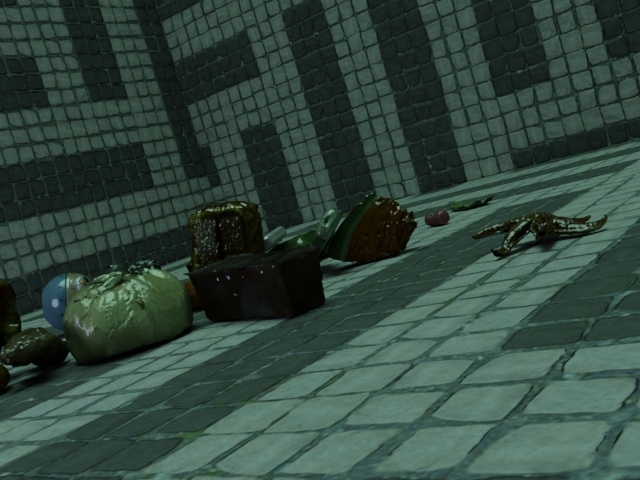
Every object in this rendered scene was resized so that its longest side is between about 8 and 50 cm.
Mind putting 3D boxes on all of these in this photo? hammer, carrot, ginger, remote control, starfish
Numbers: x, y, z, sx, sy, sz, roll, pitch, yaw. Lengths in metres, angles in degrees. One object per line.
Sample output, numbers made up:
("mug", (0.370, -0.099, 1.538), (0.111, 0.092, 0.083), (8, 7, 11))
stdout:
("hammer", (0.309, -0.059, 2.056), (0.043, 0.043, 0.083), (-18, 6, -23))
("carrot", (-0.315, 0.132, 1.816), (0.067, 0.067, 0.225), (-19, 4, -35))
("ginger", (-0.550, 0.213, 1.486), (0.122, 0.084, 0.290), (-28, -1, -14))
("remote control", (0.000, 0.001, 1.768), (0.090, 0.038, 0.309), (-62, 0, -17))
("ginger", (-0.063, 0.030, 2.050), (0.290, 0.089, 0.137), (-30, -13, -49))
("starfish", (0.373, -0.025, 1.312), (0.238, 0.057, 0.213), (-21, 14, -40))

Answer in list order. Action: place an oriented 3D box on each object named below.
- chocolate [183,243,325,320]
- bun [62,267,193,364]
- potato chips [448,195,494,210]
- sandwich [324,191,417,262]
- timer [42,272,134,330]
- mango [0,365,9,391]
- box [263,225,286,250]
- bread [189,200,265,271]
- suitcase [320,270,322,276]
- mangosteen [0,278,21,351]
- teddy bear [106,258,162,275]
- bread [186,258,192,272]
("chocolate", (-0.121, 0.085, 1.417), (0.112, 0.112, 0.321), (-22, 8, -37))
("bun", (-0.377, 0.132, 1.497), (0.259, 0.152, 0.259), (-19, 4, 1))
("potato chips", (0.434, -0.110, 2.315), (0.092, 0.028, 0.207), (-16, 6, -22))
("sandwich", (0.118, -0.008, 1.732), (0.185, 0.160, 0.109), (-57, -17, -2))
("timer", (-0.623, 0.149, 2.069), (0.255, 0.175, 0.175), (-20, 4, 8))
("mango", (-0.607, 0.252, 1.405), (0.080, 0.060, 0.114), (-13, -3, -21))
("box", (-0.212, 0.060, 1.960), (0.285, 0.044, 0.142), (-35, 4, 18))
("bread", (-0.222, 0.018, 1.828), (0.181, 0.222, 0.096), (-1, 11, 18))
("suitcase", (-0.063, 0.072, 1.688), (0.126, 0.059, 0.086), (-18, 3, 2))
("mangosteen", (-0.740, 0.171, 1.510), (0.288, 0.288, 0.288), (-16, 4, 1))
("teddy bear", (-0.544, 0.126, 2.235), (0.171, 0.144, 0.251), (-7, 10, 23))
("bread", (-0.272, 0.056, 2.226), (0.212, 0.142, 0.224), (-33, 9, -15))
